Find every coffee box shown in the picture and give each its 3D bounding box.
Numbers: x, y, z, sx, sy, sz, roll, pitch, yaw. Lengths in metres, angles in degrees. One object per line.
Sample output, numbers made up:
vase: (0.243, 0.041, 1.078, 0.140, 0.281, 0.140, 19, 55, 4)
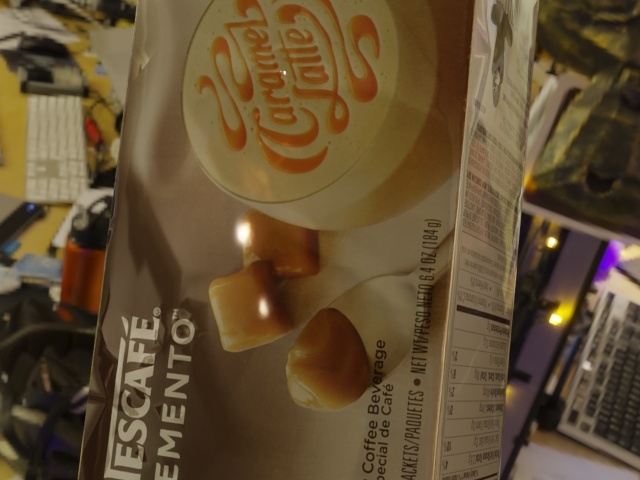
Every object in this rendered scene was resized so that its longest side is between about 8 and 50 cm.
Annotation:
coffee box: (0.000, 0.000, 0.396, 0.141, 0.247, 0.098, 4, -6, 24)
